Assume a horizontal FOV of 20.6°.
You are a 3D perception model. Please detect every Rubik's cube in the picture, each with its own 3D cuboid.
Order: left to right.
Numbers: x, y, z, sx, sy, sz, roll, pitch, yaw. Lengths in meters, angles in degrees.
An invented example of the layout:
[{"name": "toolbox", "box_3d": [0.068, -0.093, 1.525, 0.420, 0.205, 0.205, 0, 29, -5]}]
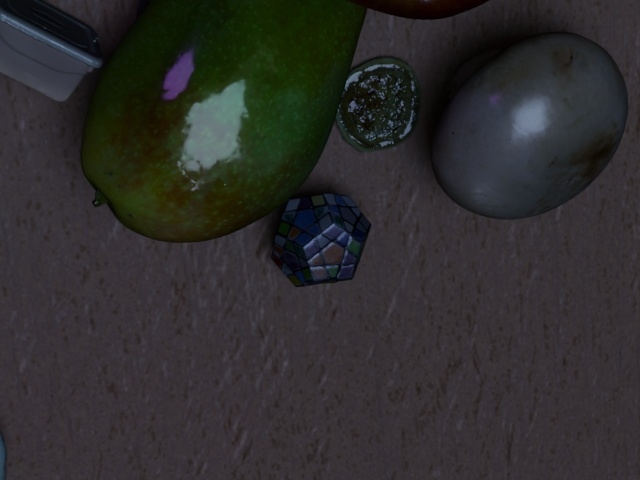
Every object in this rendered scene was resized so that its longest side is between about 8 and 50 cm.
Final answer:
[{"name": "Rubik's cube", "box_3d": [0.000, 0.000, 1.862, 0.111, 0.111, 0.093, 33, 125, -26]}]

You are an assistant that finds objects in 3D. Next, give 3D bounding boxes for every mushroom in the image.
[{"name": "mushroom", "box_3d": [0.215, -0.128, 1.850, 0.226, 0.178, 0.226, -20, 148, -13]}]

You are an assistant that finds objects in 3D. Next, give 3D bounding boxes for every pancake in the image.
[{"name": "pancake", "box_3d": [0.062, -0.143, 1.870, 0.108, 0.017, 0.108, -5, 112, -12]}]

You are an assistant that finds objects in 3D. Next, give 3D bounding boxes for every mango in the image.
[{"name": "mango", "box_3d": [-0.077, -0.165, 1.718, 0.225, 0.201, 0.382, 36, 83, -9]}]

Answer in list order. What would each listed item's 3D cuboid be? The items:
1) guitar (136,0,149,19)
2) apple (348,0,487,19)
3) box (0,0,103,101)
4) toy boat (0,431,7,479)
[{"name": "guitar", "box_3d": [-0.170, -0.284, 1.731, 0.088, 0.025, 0.233, 1, 111, -21]}, {"name": "apple", "box_3d": [0.082, -0.351, 1.573, 0.288, 0.317, 0.288, 1, 126, 2]}, {"name": "box", "box_3d": [-0.278, -0.191, 1.701, 0.122, 0.089, 0.062, 28, 110, -25]}, {"name": "toy boat", "box_3d": [-0.403, 0.267, 1.847, 0.134, 0.079, 0.207, 23, 104, -22]}]
